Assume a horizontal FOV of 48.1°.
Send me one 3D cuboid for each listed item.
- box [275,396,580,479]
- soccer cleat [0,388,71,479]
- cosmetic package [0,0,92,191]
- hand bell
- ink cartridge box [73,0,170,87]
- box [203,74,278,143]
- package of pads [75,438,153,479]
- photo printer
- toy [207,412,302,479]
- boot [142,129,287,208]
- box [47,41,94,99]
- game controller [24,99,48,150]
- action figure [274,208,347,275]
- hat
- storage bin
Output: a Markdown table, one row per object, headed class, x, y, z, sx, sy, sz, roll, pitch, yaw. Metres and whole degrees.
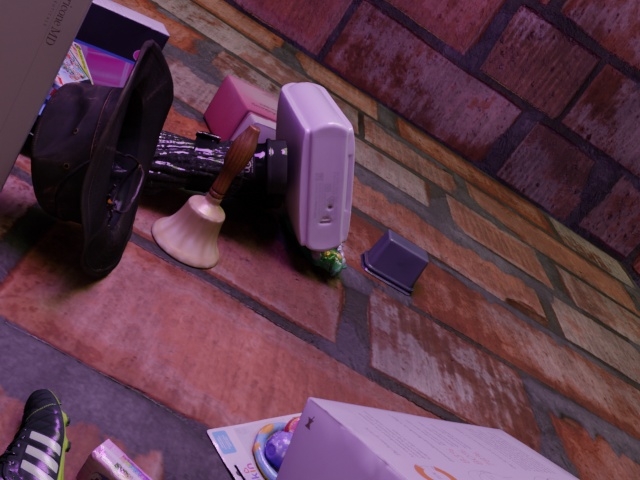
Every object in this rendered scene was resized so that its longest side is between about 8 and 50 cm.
| class | x | y | z | sx | sy | sz | roll | pitch | yaw |
| --- | --- | --- | --- | --- | --- | --- | --- | --- | --- |
| box | 0.142 | 0.319 | 0.815 | 0.345 | 0.168 | 0.215 | 19 | 4 | -35 |
| soccer cleat | -0.276 | 0.209 | 0.671 | 0.072 | 0.060 | 0.179 | 18 | 31 | -33 |
| cosmetic package | -0.470 | -0.249 | 0.879 | 0.284 | 0.377 | 0.097 | 27 | 25 | -22 |
| hand bell | -0.163 | -0.085 | 1.166 | 0.126 | 0.242 | 0.126 | 30 | 22 | -14 |
| ink cartridge box | -0.502 | -0.413 | 1.418 | 0.370 | 0.176 | 0.069 | 16 | 30 | -39 |
| box | -0.157 | -0.258 | 1.666 | 0.148 | 0.127 | 0.232 | 18 | 28 | -37 |
| package of pads | -0.200 | 0.245 | 0.716 | 0.083 | 0.050 | 0.032 | 39 | 28 | 8 |
| photo printer | -0.021 | -0.160 | 1.403 | 0.107 | 0.256 | 0.307 | -4 | 30 | -12 |
| toy | -0.014 | 0.269 | 0.925 | 0.237 | 0.056 | 0.137 | 8 | 34 | -49 |
| boot | -0.201 | -0.133 | 1.359 | 0.260 | 0.131 | 0.348 | -1 | -4 | -7 |
| box | -0.470 | -0.311 | 1.297 | 0.114 | 0.036 | 0.207 | 28 | 26 | -50 |
| game controller | -0.485 | -0.245 | 1.256 | 0.166 | 0.067 | 0.319 | 26 | 25 | -22 |
| action figure | 0.000 | 0.000 | 1.463 | 0.137 | 0.064 | 0.232 | 10 | 29 | -27 |
| hat | -0.313 | -0.123 | 0.978 | 0.133 | 0.331 | 0.331 | 16 | 24 | -1 |
| storage bin | 0.171 | 0.041 | 1.589 | 0.135 | 0.091 | 0.098 | 31 | 23 | -13 |
